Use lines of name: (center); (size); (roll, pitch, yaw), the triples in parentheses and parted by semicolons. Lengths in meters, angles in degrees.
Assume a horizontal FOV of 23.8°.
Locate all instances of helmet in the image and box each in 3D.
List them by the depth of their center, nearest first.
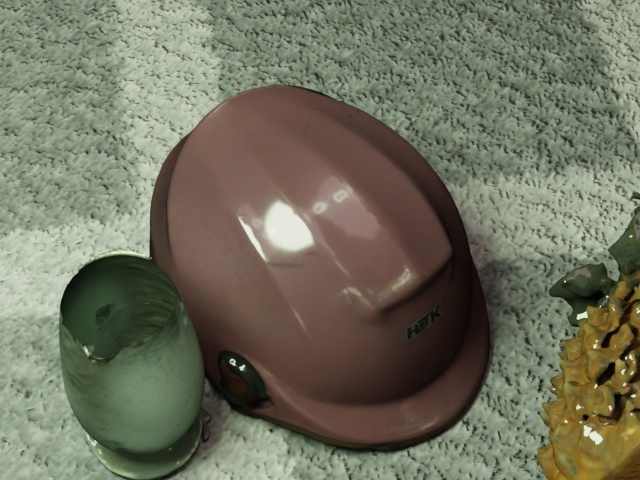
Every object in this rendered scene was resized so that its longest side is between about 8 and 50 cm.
helmet: (0.000, 0.000, 1.299); (0.271, 0.197, 0.338); (-33, 58, -28)

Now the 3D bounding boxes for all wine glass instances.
wine glass: (-0.148, 0.104, 1.204); (0.111, 0.204, 0.111); (-1, 54, 1)

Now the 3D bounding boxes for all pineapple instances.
pineapple: (0.282, 0.092, 1.241); (0.223, 0.223, 0.357); (3, 43, 1)
